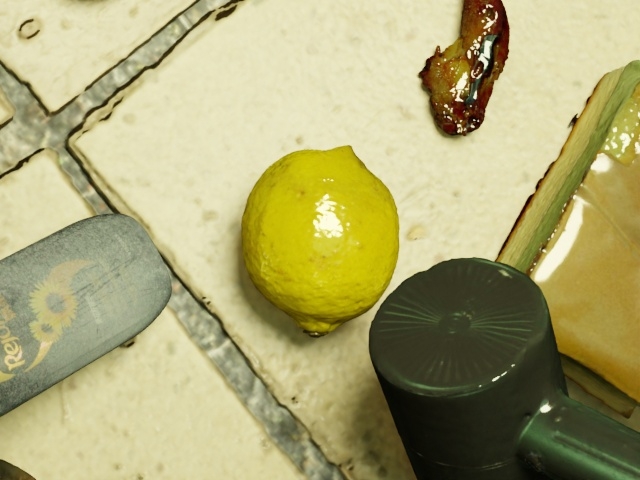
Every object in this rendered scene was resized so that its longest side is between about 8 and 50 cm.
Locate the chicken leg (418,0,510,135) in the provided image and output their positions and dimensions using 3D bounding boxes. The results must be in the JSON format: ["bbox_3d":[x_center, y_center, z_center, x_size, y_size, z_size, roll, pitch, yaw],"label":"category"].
[{"bbox_3d":[0.109,-0.147,1.005,0.062,0.037,0.145,14,86,2],"label":"chicken leg"}]

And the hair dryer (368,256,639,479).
[{"bbox_3d":[0.179,0.165,0.857,0.116,0.302,0.244,-43,135,-22],"label":"hair dryer"}]

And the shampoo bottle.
[{"bbox_3d":[-0.195,0.057,0.862,0.233,0.049,0.087,-31,95,-43],"label":"shampoo bottle"}]

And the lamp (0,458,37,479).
[{"bbox_3d":[-0.238,0.230,0.812,0.227,0.227,0.227,1,87,-12],"label":"lamp"}]

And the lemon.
[{"bbox_3d":[0.000,0.000,0.933,0.109,0.109,0.133,7,92,-12],"label":"lemon"}]

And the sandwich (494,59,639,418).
[{"bbox_3d":[0.240,0.007,0.984,0.186,0.108,0.220,31,80,-8],"label":"sandwich"}]
